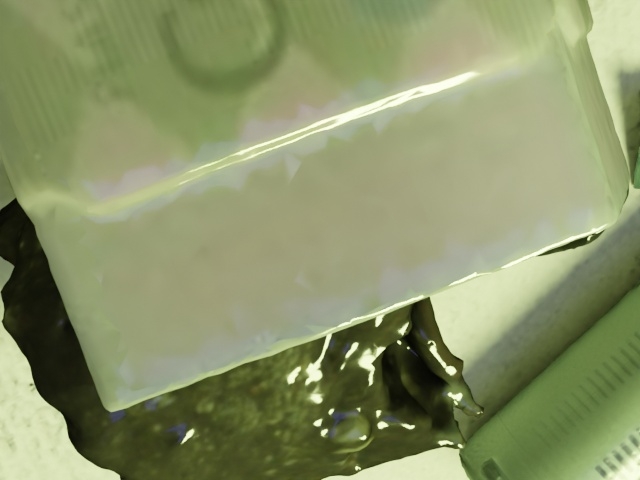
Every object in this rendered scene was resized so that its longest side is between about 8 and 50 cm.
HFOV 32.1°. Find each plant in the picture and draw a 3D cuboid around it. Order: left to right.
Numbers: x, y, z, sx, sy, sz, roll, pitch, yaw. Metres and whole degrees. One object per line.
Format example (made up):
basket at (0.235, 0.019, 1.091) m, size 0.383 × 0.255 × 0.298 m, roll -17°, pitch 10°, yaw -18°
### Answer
plant at (0.000, 0.000, 0.526) m, size 0.276 × 0.199 × 0.188 m, roll -31°, pitch 135°, yaw 0°

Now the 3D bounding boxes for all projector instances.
projector at (0.244, 0.065, 0.727) m, size 0.337 × 0.108 × 0.108 m, roll -44°, pitch 128°, yaw 6°

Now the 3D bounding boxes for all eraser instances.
eraser at (-0.037, -0.170, 0.345) m, size 0.213 × 0.082 × 0.397 m, roll -21°, pitch 97°, yaw -9°

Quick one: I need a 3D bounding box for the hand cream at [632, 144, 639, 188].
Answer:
hand cream at (0.303, -0.107, 0.679) m, size 0.248 × 0.052 × 0.075 m, roll -30°, pitch 127°, yaw -5°
